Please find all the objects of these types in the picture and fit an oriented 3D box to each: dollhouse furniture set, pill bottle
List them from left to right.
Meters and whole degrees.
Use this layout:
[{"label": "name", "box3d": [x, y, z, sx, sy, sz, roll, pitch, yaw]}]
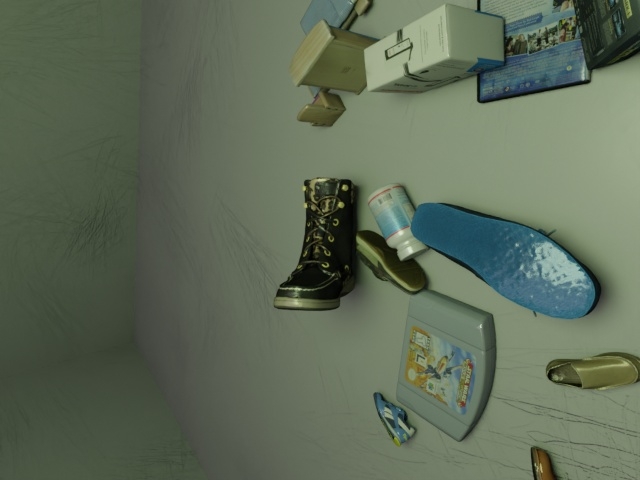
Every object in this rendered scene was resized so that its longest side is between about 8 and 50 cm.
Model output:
[{"label": "dollhouse furniture set", "box3d": [-0.026, -0.482, 0.946, 0.286, 0.198, 0.303, -39, 68, 45]}, {"label": "pill bottle", "box3d": [0.172, -0.040, 0.892, 0.087, 0.087, 0.160, -39, 68, 46]}]

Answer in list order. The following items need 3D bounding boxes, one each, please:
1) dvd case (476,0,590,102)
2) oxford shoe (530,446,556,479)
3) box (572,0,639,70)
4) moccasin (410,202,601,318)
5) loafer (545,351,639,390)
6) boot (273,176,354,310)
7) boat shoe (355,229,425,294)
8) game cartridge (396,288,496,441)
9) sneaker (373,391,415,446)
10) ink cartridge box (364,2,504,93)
[{"label": "dvd case", "box3d": [0.348, -0.374, 0.672, 0.180, 0.022, 0.253, 7, 103, 49]}, {"label": "oxford shoe", "box3d": [0.436, 0.478, 0.724, 0.076, 0.076, 0.212, -20, 78, 19]}, {"label": "box", "box3d": [0.374, -0.359, 0.509, 0.059, 0.183, 0.232, -14, 93, 18]}, {"label": "moccasin", "box3d": [0.322, 0.011, 0.716, 0.342, 0.117, 0.137, 42, 115, 42]}, {"label": "loafer", "box3d": [0.442, 0.219, 0.661, 0.148, 0.050, 0.056, -31, 74, 48]}, {"label": "boot", "box3d": [0.000, 0.000, 0.922, 0.138, 0.377, 0.284, 2, 94, 20]}, {"label": "boat shoe", "box3d": [0.155, 0.058, 0.944, 0.223, 0.080, 0.073, 47, 139, 42]}, {"label": "game cartridge", "box3d": [0.268, 0.270, 0.873, 0.198, 0.062, 0.297, 23, 114, 49]}, {"label": "sneaker", "box3d": [0.180, 0.440, 1.013, 0.144, 0.059, 0.053, 54, 167, 48]}, {"label": "ink cartridge box", "box3d": [0.199, -0.334, 0.734, 0.203, 0.148, 0.086, 5, 103, 59]}]
